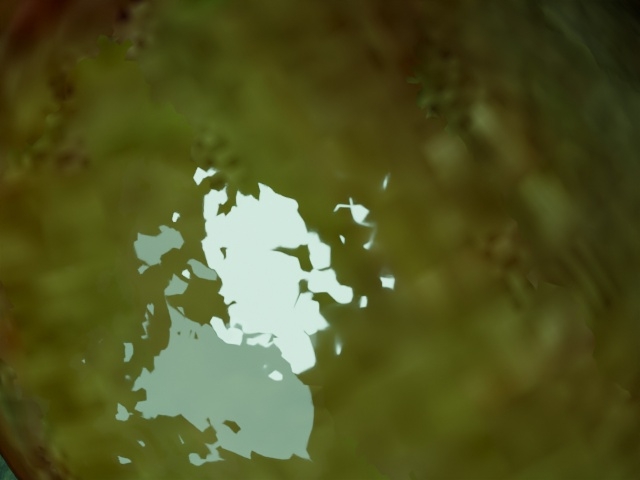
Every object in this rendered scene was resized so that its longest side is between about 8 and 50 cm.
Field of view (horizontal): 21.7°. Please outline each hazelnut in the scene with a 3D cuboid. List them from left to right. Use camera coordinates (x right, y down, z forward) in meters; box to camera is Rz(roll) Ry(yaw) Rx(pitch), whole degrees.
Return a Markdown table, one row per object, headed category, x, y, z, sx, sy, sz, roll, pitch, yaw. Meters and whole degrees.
| category | x | y | z | sx | sy | sz | roll | pitch | yaw |
| --- | --- | --- | --- | --- | --- | --- | --- | --- | --- |
| hazelnut | 0.000 | 0.000 | 0.790 | 0.421 | 0.352 | 0.421 | 25 | 169 | 5 |

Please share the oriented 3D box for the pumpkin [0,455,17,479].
| category | x | y | z | sx | sy | sz | roll | pitch | yaw |
| --- | --- | --- | --- | --- | --- | --- | --- | --- | --- |
| pumpkin | -0.102 | 0.197 | 1.170 | 0.328 | 0.257 | 0.291 | 0 | 120 | 49 |
